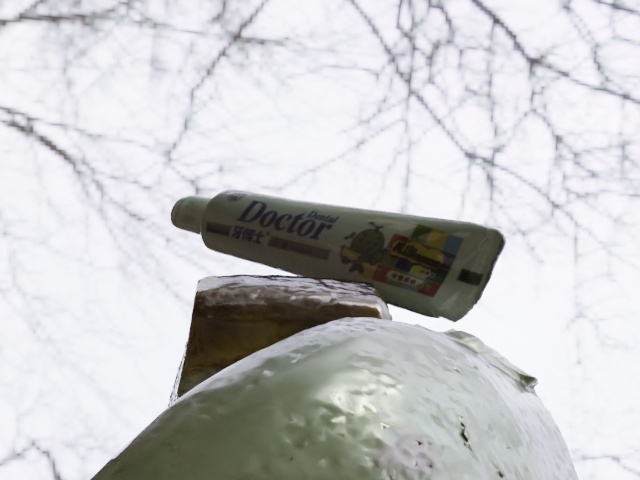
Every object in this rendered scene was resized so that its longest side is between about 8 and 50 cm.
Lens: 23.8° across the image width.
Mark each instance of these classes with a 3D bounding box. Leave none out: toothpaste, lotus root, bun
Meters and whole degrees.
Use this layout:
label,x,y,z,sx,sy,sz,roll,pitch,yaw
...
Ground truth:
label,x,y,z,sx,sy,sz,roll,pitch,yaw
toothpaste,0.000,0.000,0.963,0.255,0.037,0.067,13,-117,39
lotus root,-0.034,0.115,0.889,0.138,0.119,0.235,-88,-170,-61
bun,0.001,0.179,0.499,0.187,0.293,0.293,37,-60,24
